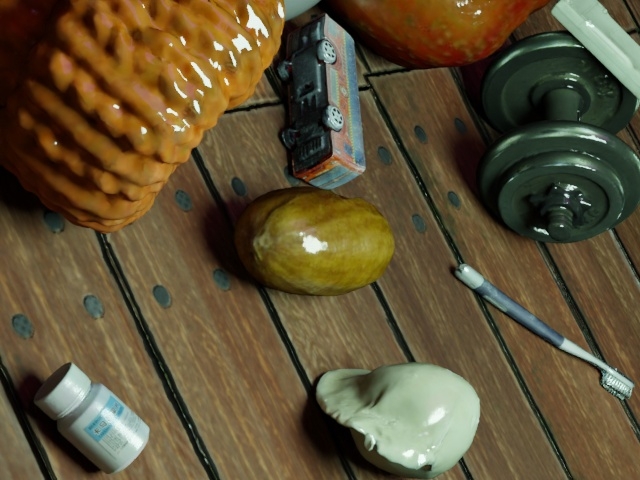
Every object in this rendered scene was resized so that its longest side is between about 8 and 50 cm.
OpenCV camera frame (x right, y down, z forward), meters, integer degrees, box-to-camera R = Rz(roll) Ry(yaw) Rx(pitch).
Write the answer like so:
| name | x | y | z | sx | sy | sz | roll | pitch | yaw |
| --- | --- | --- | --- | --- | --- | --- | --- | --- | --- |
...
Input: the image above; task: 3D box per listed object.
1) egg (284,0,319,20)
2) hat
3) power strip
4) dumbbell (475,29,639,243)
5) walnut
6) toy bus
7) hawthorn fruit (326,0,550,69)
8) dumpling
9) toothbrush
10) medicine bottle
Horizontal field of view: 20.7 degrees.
| name | x | y | z | sx | sy | sz | roll | pitch | yaw |
| --- | --- | --- | --- | --- | --- | --- | --- | --- | --- |
| egg | -0.070 | -0.302 | 1.759 | 0.232 | 0.176 | 0.176 | -28 | 86 | -44 |
| hat | -0.231 | -0.221 | 1.455 | 0.400 | 0.285 | 0.285 | 42 | 39 | -13 |
| power strip | 0.319 | -0.224 | 1.951 | 0.191 | 0.030 | 0.047 | 45 | 46 | 4 |
| dumbbell | 0.274 | -0.120 | 1.998 | 0.192 | 0.192 | 0.290 | 33 | 45 | -29 |
| walnut | 0.000 | 0.000 | 1.674 | 0.207 | 0.116 | 0.116 | 0 | 64 | -49 |
| toy bus | 0.004 | -0.143 | 1.820 | 0.077 | 0.065 | 0.192 | 30 | 45 | -42 |
| hawthorn fruit | 0.117 | -0.329 | 1.919 | 0.299 | 0.275 | 0.275 | 36 | 39 | 1 |
| dumpling | 0.071 | 0.161 | 1.652 | 0.155 | 0.181 | 0.111 | 26 | 78 | 7 |
| toothbrush | 0.251 | 0.103 | 1.951 | 0.288 | 0.024 | 0.026 | 35 | 56 | -28 |
| medicine bottle | -0.184 | 0.143 | 1.410 | 0.089 | 0.052 | 0.052 | 45 | 39 | -15 |
